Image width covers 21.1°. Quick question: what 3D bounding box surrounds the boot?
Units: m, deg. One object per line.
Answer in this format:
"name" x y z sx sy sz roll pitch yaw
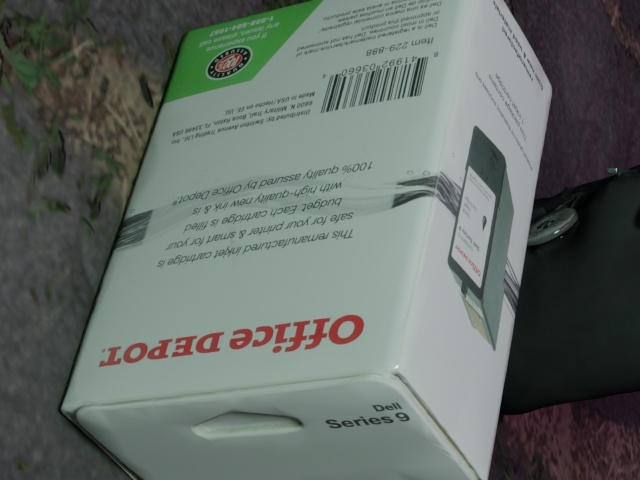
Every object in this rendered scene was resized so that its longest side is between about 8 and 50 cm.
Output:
"boot" 0.171 0.074 1.014 0.146 0.445 0.367 58 36 -33

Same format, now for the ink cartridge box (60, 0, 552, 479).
"ink cartridge box" 0.000 0.000 0.984 0.121 0.211 0.289 52 40 -41
